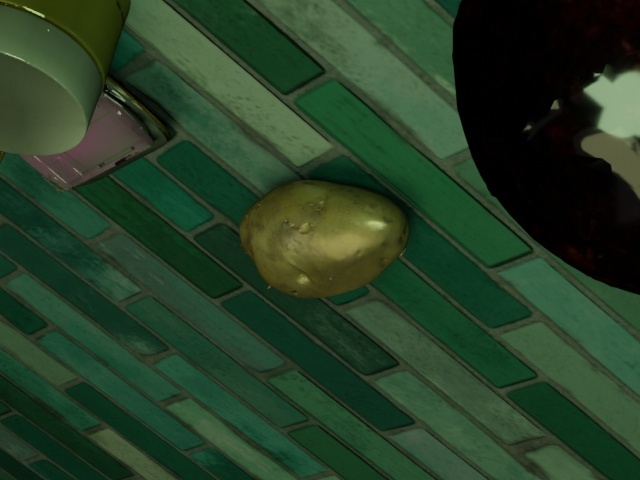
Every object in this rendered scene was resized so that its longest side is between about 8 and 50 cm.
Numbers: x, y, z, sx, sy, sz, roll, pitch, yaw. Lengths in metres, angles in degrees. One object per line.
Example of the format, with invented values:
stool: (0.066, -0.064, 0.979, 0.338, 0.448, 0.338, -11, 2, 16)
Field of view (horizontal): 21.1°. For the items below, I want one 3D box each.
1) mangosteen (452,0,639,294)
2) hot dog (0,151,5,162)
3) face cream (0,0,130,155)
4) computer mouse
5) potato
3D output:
mangosteen: (0.295, -0.155, 1.393, 0.381, 0.381, 0.421, 26, 138, 4)
hot dog: (-0.482, -0.192, 2.203, 0.175, 0.114, 0.259, 0, 125, 42)
face cream: (-0.339, -0.228, 1.930, 0.218, 0.179, 0.218, 11, 152, 6)
computer mouse: (-0.295, -0.146, 2.159, 0.158, 0.072, 0.310, 41, 151, -17)
potato: (0.002, 0.003, 2.087, 0.234, 0.128, 0.161, 6, 147, 25)
